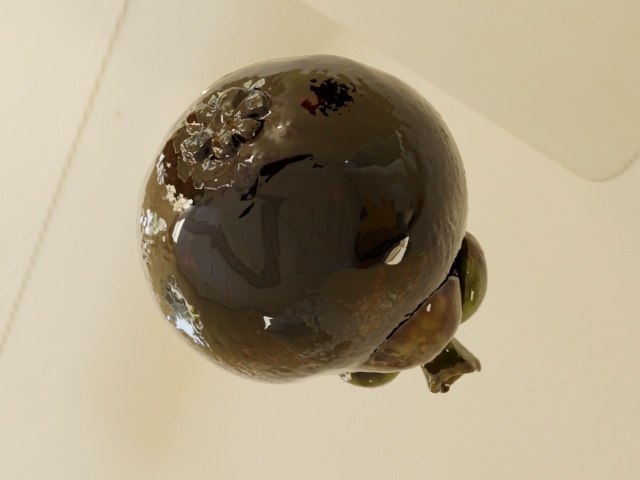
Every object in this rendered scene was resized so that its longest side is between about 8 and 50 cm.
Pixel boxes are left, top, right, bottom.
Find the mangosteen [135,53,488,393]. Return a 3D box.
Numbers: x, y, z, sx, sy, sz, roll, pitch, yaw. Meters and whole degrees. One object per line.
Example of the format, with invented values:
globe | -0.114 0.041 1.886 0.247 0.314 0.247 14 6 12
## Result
mangosteen | -0.002 -0.015 1.300 0.297 0.313 0.297 -7 -103 34
